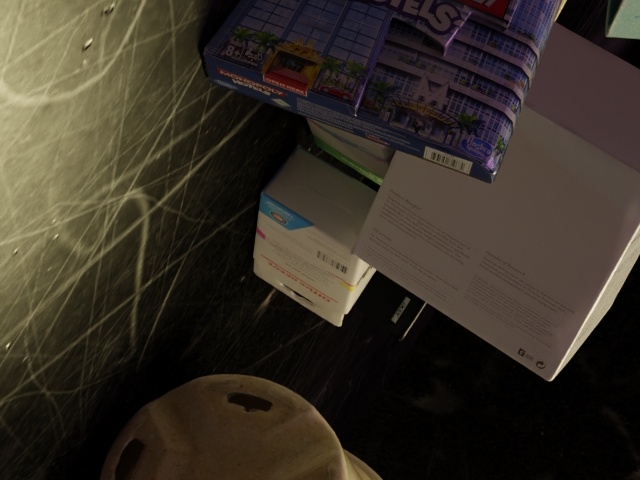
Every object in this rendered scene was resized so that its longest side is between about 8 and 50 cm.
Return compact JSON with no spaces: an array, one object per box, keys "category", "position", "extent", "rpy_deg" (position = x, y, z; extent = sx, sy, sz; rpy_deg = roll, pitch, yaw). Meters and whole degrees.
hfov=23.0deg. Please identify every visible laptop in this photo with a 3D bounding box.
[{"category":"laptop","position":[0.119,-0.014,1.894],"extent":[0.234,0.136,0.264],"rpy_deg":[-56,171,3]}]

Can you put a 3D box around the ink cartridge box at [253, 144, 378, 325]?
[{"category":"ink cartridge box","position":[0.000,0.000,1.413],"extent":[0.061,0.104,0.181],"rpy_deg":[-54,171,-22]}]

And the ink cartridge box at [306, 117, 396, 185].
[{"category":"ink cartridge box","position":[0.062,-0.143,1.279],"extent":[0.154,0.093,0.212],"rpy_deg":[-55,168,-6]}]

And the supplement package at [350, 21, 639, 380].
[{"category":"supplement package","position":[0.166,-0.043,1.239],"extent":[0.149,0.194,0.203],"rpy_deg":[-41,159,-51]}]

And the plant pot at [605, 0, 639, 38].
[{"category":"plant pot","position":[0.546,-0.414,2.131],"extent":[0.248,0.252,0.247],"rpy_deg":[103,-2,-67]}]

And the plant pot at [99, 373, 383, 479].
[{"category":"plant pot","position":[-0.072,0.283,1.495],"extent":[0.334,0.333,0.305],"rpy_deg":[-53,159,-21]}]

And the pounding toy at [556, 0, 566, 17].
[{"category":"pounding toy","position":[0.220,-0.289,1.653],"extent":[0.141,0.100,0.130],"rpy_deg":[-63,178,-42]}]

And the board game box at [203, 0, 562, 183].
[{"category":"board game box","position":[0.052,-0.161,0.991],"extent":[0.060,0.194,0.194],"rpy_deg":[87,23,-77]}]
